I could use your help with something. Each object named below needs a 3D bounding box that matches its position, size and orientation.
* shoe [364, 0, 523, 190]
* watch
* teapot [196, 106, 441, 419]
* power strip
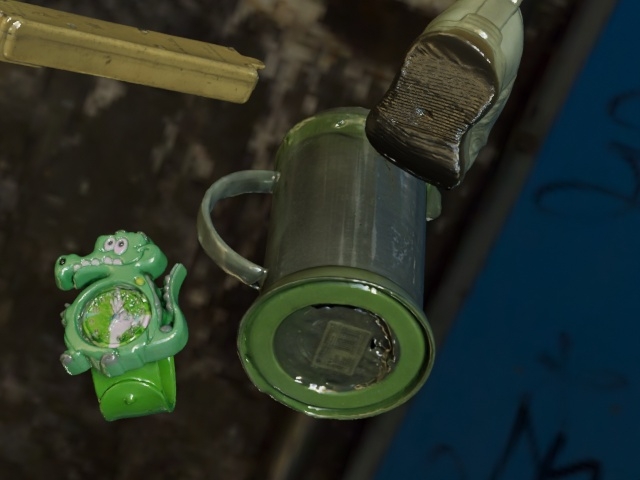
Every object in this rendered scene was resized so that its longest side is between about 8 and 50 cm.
[{"bbox_3d":[0.117,-0.131,1.584,0.098,0.103,0.275,-54,177,-25],"label":"shoe"},{"bbox_3d":[-0.184,0.091,1.796,0.152,0.131,0.165,73,6,-59],"label":"watch"},{"bbox_3d":[0.000,0.000,1.940,0.337,0.271,0.200,-83,-169,-50],"label":"teapot"},{"bbox_3d":[-0.185,-0.170,1.616,0.064,0.305,0.044,47,-60,49],"label":"power strip"}]
